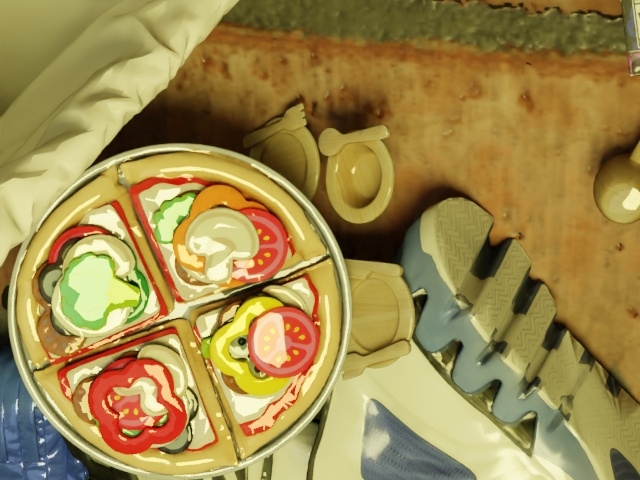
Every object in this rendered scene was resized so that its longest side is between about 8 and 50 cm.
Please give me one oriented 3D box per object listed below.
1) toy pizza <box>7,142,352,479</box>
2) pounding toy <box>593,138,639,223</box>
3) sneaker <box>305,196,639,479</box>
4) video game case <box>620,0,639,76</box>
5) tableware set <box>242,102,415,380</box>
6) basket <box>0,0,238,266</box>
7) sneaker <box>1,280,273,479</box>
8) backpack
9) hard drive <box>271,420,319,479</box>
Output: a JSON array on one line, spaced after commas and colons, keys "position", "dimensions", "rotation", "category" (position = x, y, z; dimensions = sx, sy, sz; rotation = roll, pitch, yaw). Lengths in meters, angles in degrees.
[{"position": [-0.081, 0.044, 1.059], "dimensions": [0.201, 0.032, 0.201], "rotation": [-1, 100, -3], "category": "toy pizza"}, {"position": [0.258, -0.051, 0.966], "dimensions": [0.269, 0.154, 0.155], "rotation": [-21, 109, 27], "category": "pounding toy"}, {"position": [0.100, 0.139, 1.154], "dimensions": [0.182, 0.127, 0.315], "rotation": [-30, 98, 34], "category": "sneaker"}, {"position": [0.258, -0.200, 0.916], "dimensions": [0.232, 0.042, 0.210], "rotation": [-5, 96, 22], "category": "video game case"}, {"position": [0.000, 0.000, 1.103], "dimensions": [0.141, 0.020, 0.168], "rotation": [-1, 90, 46], "category": "tableware set"}, {"position": [-0.273, -0.118, 0.983], "dimensions": [0.328, 0.331, 0.266], "rotation": [42, 139, -6], "category": "basket"}, {"position": [-0.079, 0.138, 1.191], "dimensions": [0.122, 0.146, 0.330], "rotation": [17, 132, 47], "category": "sneaker"}, {"position": [-0.184, 0.128, 1.253], "dimensions": [0.101, 0.098, 0.120], "rotation": [-4, 104, 17], "category": "backpack"}, {"position": [0.079, 0.266, 1.267], "dimensions": [0.307, 0.040, 0.203], "rotation": [26, 123, 4], "category": "hard drive"}]
